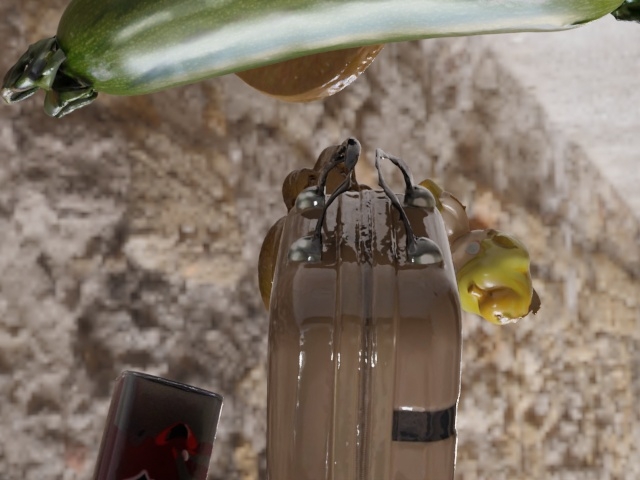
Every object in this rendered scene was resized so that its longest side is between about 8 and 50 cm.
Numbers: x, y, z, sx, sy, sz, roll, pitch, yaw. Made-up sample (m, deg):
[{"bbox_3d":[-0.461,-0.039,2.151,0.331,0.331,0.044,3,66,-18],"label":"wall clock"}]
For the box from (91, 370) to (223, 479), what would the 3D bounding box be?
[{"bbox_3d":[-0.180,0.259,1.355,0.120,0.224,0.069,19,156,-16],"label":"box"}]

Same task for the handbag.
[{"bbox_3d":[0.034,0.058,1.038,0.149,0.283,0.302,0,-162,4],"label":"handbag"}]

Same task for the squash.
[{"bbox_3d":[0.012,-0.116,0.578,0.318,0.071,0.080,-8,143,-2],"label":"squash"}]

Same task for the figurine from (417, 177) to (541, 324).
[{"bbox_3d":[0.215,0.019,1.849,0.131,0.246,0.156,-27,164,-46],"label":"figurine"}]

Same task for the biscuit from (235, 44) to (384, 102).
[{"bbox_3d":[-0.008,-0.195,1.160,0.221,0.142,0.029,-21,161,36],"label":"biscuit"}]

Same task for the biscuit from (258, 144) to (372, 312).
[{"bbox_3d":[0.000,0.000,1.555,0.039,0.236,0.180,2,140,38],"label":"biscuit"}]
